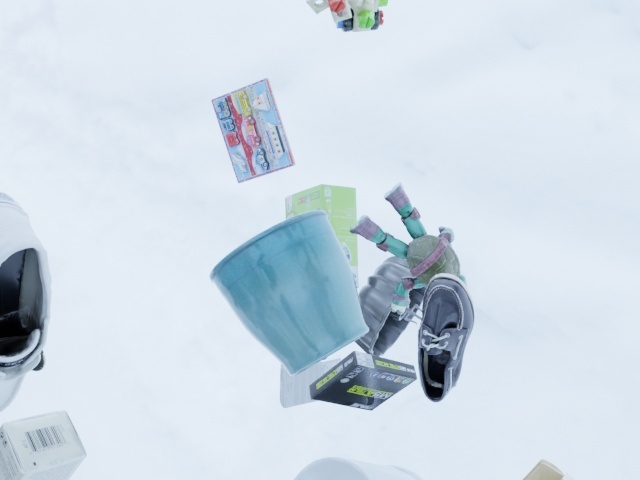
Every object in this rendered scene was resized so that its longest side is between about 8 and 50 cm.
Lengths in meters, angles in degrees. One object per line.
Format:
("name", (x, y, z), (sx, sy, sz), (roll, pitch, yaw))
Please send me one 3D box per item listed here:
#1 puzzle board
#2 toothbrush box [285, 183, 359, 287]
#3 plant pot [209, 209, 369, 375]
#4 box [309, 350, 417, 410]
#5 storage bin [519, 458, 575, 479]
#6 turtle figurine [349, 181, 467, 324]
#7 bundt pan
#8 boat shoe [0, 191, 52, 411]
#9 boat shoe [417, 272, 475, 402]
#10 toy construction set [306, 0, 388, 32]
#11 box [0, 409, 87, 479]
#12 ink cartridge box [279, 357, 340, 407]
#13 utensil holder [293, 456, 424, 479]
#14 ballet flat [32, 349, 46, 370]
("puzzle board", (-0.098, -0.155, 0.884), (0.096, 0.011, 0.128), (-15, 97, 24))
("toothbrush box", (0.000, 0.000, 1.751), (0.206, 0.122, 0.283), (-15, 73, 56))
("plant pot", (-0.043, 0.118, 1.231), (0.272, 0.272, 0.255), (-34, 78, 18))
("box", (0.101, 0.338, 1.472), (0.184, 0.191, 0.045), (-47, 38, 34))
("storage bin", (0.463, 0.647, 1.422), (0.123, 0.262, 0.260), (42, 103, 28))
("turtle figurine", (0.169, 0.027, 1.014), (0.175, 0.234, 0.118), (-45, 6, -21))
("bundt pan", (0.193, 0.177, 1.794), (0.124, 0.331, 0.330), (33, 92, 21))
("boat shoe", (-0.295, 0.084, 0.567), (0.088, 0.096, 0.267), (39, 121, 26))
("boat shoe", (0.173, 0.143, 0.873), (0.075, 0.206, 0.065), (10, 34, 20))
("toy construction set", (0.060, -0.520, 1.150), (0.151, 0.215, 0.327), (7, 63, 1))
("box", (-0.494, 0.398, 0.989), (0.275, 0.113, 0.094), (-50, 62, 22))
("ink cartridge box", (-0.032, 0.413, 1.838), (0.045, 0.179, 0.145), (-137, 44, -56))
("utensil holder", (0.118, 0.784, 1.725), (0.328, 0.385, 0.327), (-15, 60, 29))
("ballet flat", (-0.595, 0.184, 1.211), (0.057, 0.049, 0.173), (-40, 87, -7))
